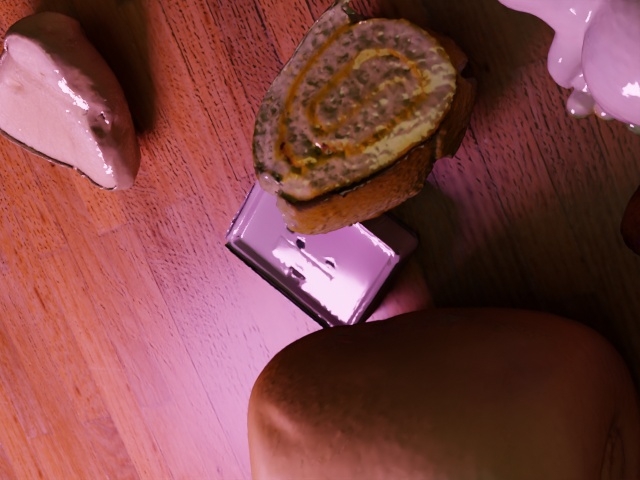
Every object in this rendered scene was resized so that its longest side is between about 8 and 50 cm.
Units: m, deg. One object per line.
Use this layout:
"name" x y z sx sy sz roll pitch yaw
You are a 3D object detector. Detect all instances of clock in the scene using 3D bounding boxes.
"clock" 0.000 0.000 1.250 0.192 0.071 0.147 38 122 12

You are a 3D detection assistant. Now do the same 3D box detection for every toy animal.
"toy animal" 0.273 -0.208 0.928 0.182 0.247 0.310 -36 65 7

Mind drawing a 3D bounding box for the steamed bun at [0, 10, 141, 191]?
"steamed bun" -0.308 -0.187 1.330 0.231 0.110 0.212 29 142 14

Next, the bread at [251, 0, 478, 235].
"bread" 0.036 -0.125 1.124 0.257 0.124 0.186 -44 69 14

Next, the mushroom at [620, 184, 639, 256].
"mushroom" 0.423 -0.011 0.994 0.217 0.148 0.227 44 135 -14

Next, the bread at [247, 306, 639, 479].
"bread" 0.114 0.202 1.094 0.376 0.348 0.253 -8 107 33
